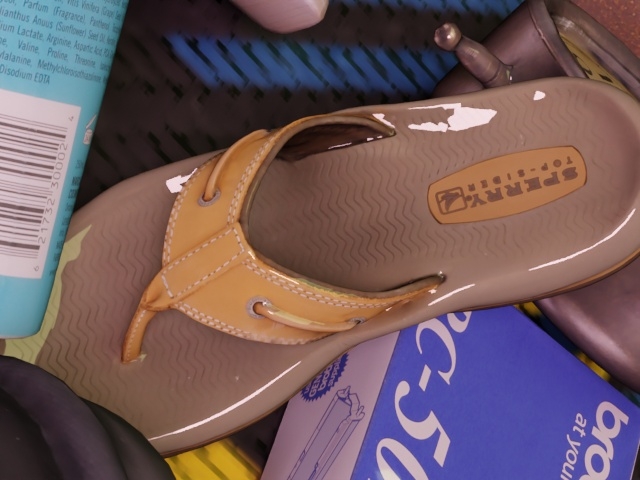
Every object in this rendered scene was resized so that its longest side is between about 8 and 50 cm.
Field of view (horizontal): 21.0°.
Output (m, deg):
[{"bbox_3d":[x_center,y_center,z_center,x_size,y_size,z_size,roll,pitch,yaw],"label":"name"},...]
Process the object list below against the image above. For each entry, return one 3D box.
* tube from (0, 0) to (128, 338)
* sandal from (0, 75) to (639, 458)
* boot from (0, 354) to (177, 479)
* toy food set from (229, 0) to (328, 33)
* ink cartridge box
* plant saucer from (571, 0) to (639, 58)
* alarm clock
[{"bbox_3d":[-0.062,-0.082,0.393,0.080,0.052,0.207,5,103,-69],"label":"tube"},{"bbox_3d":[0.000,0.000,0.422,0.180,0.049,0.072,-19,74,2],"label":"sandal"},{"bbox_3d":[-0.227,0.100,0.154,0.445,0.146,0.367,34,57,-37],"label":"boot"},{"bbox_3d":[-0.034,-0.238,0.500,0.219,0.092,0.306,38,55,-24],"label":"toy food set"},{"bbox_3d":[0.020,0.113,0.459,0.097,0.046,0.207,38,55,-25],"label":"ink cartridge box"},{"bbox_3d":[0.213,-0.170,0.625,0.310,0.050,0.311,0,91,-17],"label":"plant saucer"},{"bbox_3d":[0.098,-0.009,0.534,0.129,0.064,0.192,54,23,18],"label":"alarm clock"}]
